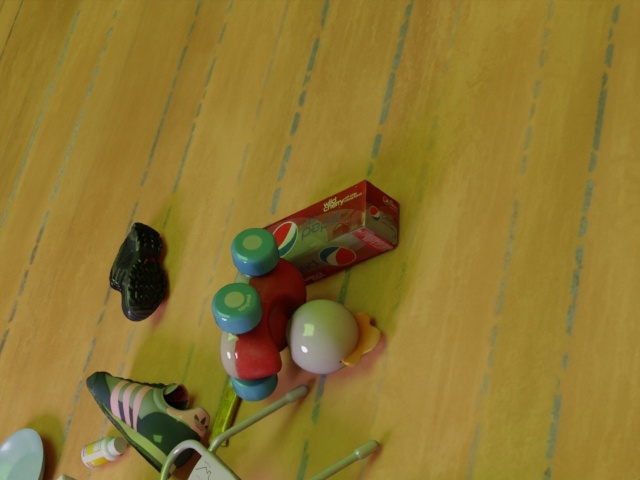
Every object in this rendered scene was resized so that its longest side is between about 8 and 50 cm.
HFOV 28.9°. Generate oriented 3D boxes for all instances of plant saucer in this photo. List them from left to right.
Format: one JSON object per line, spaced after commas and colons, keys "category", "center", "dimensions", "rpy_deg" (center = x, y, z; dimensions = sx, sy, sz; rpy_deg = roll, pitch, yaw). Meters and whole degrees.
{"category": "plant saucer", "center": [-0.573, 0.453, 2.351], "dimensions": [0.195, 0.037, 0.195], "rpy_deg": [-27, 46, 32]}

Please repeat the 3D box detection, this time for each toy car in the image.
{"category": "toy car", "center": [-0.021, 0.124, 1.890], "dimensions": [0.237, 0.219, 0.210], "rpy_deg": [6, 50, 12]}

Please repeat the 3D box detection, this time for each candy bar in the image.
{"category": "candy bar", "center": [-0.144, 0.258, 2.030], "dimensions": [0.040, 0.018, 0.162], "rpy_deg": [1, 64, 44]}

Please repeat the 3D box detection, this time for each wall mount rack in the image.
{"category": "wall mount rack", "center": [-0.085, 0.365, 1.808], "dimensions": [0.350, 0.130, 0.304], "rpy_deg": [30, 91, 53]}

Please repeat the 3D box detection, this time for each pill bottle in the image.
{"category": "pill bottle", "center": [-0.380, 0.371, 2.190], "dimensions": [0.083, 0.043, 0.043], "rpy_deg": [-24, 48, 35]}

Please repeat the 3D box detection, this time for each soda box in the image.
{"category": "soda box", "center": [0.000, 0.000, 2.001], "dimensions": [0.263, 0.083, 0.092], "rpy_deg": [-23, 49, 36]}

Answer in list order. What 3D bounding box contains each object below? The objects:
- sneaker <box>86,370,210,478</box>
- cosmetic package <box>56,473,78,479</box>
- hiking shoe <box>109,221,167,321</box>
{"category": "sneaker", "center": [-0.290, 0.285, 2.123], "dimensions": [0.131, 0.112, 0.319], "rpy_deg": [-44, 38, -11]}
{"category": "cosmetic package", "center": [-0.374, 0.512, 1.932], "dimensions": [0.224, 0.224, 0.138], "rpy_deg": [-45, 38, 16]}
{"category": "hiking shoe", "center": [-0.350, 0.078, 2.353], "dimensions": [0.114, 0.086, 0.227], "rpy_deg": [-47, 30, 35]}
